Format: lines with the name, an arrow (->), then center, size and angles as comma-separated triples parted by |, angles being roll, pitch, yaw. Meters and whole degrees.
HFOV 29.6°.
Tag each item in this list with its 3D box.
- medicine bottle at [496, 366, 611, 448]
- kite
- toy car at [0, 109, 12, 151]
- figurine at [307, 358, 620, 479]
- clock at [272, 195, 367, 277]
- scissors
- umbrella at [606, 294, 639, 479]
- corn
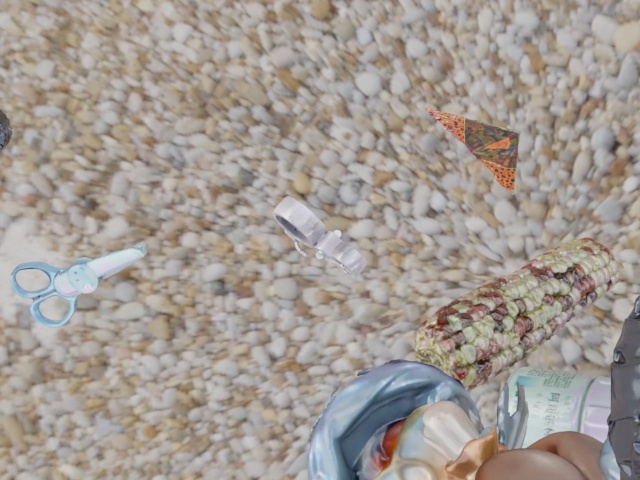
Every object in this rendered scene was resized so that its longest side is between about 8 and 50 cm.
medicine bottle -> 0.316, 0.228, 1.497 | 0.168, 0.135, 0.135 | 3, 88, 28
kite -> 0.273, -0.155, 1.913 | 0.222, 0.125, 0.008 | 41, 57, -19
toy car -> -0.310, -0.045, 0.912 | 0.070, 0.080, 0.170 | 44, 115, -7
figurine -> 0.176, 0.240, 0.996 | 0.248, 0.388, 0.277 | -8, 101, -22
clock -> 0.000, 0.000, 1.444 | 0.129, 0.087, 0.041 | 38, 78, 13
scissors -> -0.387, 0.057, 1.974 | 0.256, 0.030, 0.125 | -24, 113, 23
umbrella -> 0.168, 0.139, 0.593 | 0.070, 0.071, 0.248 | 5, 113, 10
corn -> 0.215, 0.071, 1.288 | 0.280, 0.092, 0.092 | -29, 82, -28
